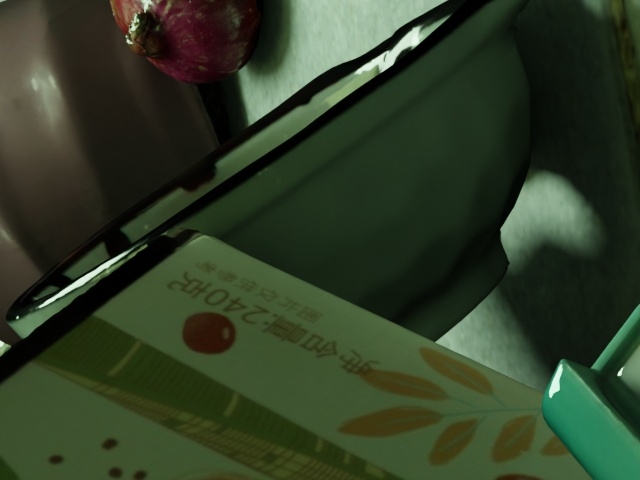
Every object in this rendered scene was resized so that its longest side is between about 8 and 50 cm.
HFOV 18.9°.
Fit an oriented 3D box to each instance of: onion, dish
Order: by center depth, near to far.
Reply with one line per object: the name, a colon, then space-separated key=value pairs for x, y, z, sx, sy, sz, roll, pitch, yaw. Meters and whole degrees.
dish: x=0.000 y=0.000 z=0.900 sx=0.120 sy=0.303 sz=0.303 roll=56 pitch=157 yaw=-7
onion: x=-0.085 y=-0.146 z=1.186 sx=0.107 sy=0.097 sz=0.107 roll=30 pitch=139 yaw=31

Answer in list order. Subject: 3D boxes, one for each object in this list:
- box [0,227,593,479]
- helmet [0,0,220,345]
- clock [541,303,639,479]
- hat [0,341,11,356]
box: x=0.012 y=0.185 z=0.590 sx=0.385 sy=0.344 sz=0.122 roll=25 pitch=129 yaw=21
helmet: x=-0.194 y=-0.039 z=1.357 sx=0.338 sy=0.197 sz=0.271 roll=-45 pitch=61 yaw=61
clock: x=0.216 y=0.051 z=0.506 sx=0.231 sy=0.116 sz=0.262 roll=-53 pitch=41 yaw=12
hat: x=-0.271 y=0.000 z=1.632 sx=0.214 sy=0.149 sz=0.245 roll=18 pitch=126 yaw=63
